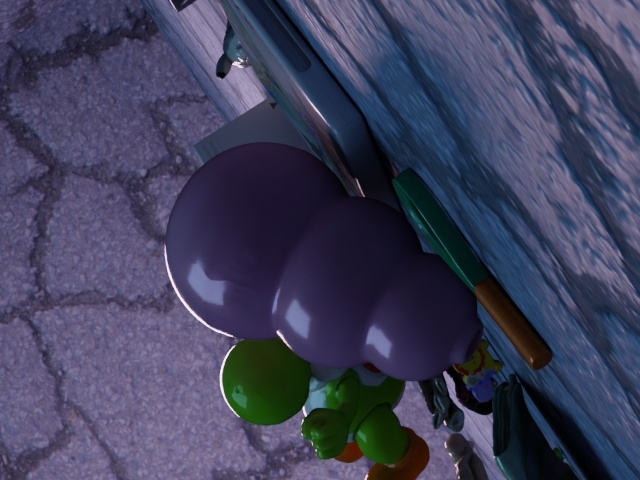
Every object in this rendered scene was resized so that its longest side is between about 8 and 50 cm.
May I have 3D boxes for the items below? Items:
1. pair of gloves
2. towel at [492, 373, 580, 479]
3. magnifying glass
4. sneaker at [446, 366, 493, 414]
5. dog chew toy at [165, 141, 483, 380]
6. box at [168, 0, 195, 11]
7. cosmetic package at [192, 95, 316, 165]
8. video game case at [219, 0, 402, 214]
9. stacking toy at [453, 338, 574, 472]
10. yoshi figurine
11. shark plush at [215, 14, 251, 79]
[{"bbox_3d":[0.175,0.251,2.187,0.204,0.042,0.240,-17,-94,-86],"label":"pair of gloves"},{"bbox_3d":[0.276,0.309,1.758,0.325,0.038,0.248,57,-168,-8],"label":"towel"},{"bbox_3d":[0.135,0.024,1.526,0.231,0.026,0.092,56,178,30],"label":"magnifying glass"},{"bbox_3d":[0.199,0.187,2.175,0.057,0.047,0.119,31,159,55],"label":"sneaker"},{"bbox_3d":[0.009,0.035,1.702,0.332,0.206,0.206,26,166,20],"label":"dog chew toy"},{"bbox_3d":[-0.240,-0.424,2.220,0.183,0.059,0.232,56,178,17],"label":"box"},{"bbox_3d":[0.000,0.000,2.168,0.197,0.155,0.365,58,180,41],"label":"cosmetic package"},{"bbox_3d":[-0.019,-0.159,1.824,0.300,0.036,0.329,54,177,25],"label":"video game case"},{"bbox_3d":[0.208,0.195,1.971,0.221,0.052,0.167,55,177,-10],"label":"stacking toy"},{"bbox_3d":[-0.014,0.198,2.086,0.362,0.204,0.203,55,-149,-44],"label":"yoshi figurine"},{"bbox_3d":[-0.094,-0.259,2.078,0.161,0.073,0.067,-85,-14,-61],"label":"shark plush"}]
